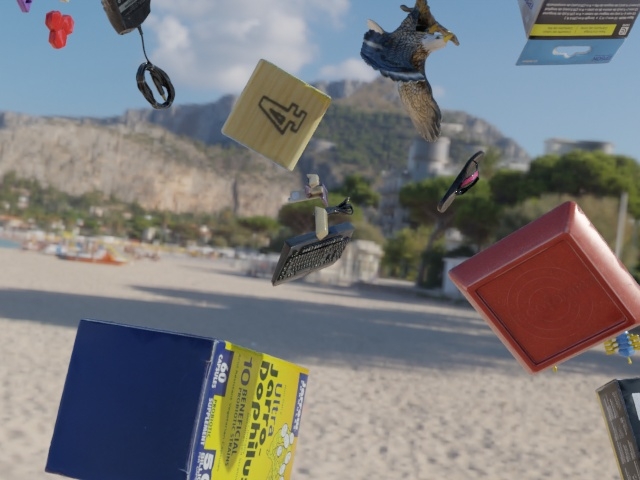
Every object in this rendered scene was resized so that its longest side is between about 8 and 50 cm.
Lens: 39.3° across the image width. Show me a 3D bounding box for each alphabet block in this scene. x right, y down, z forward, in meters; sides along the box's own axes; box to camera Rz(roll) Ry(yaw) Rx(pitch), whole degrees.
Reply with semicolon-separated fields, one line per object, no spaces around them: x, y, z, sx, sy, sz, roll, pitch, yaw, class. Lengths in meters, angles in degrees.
-0.102;-0.301;2.140;0.193;0.197;0.192;29;8;-6;alphabet block

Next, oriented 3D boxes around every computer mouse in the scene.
-0.257;-0.284;1.240;0.041;0.242;0.071;16;47;30;computer mouse

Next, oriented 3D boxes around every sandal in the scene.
0.342;-0.134;2.123;0.040;0.179;0.067;32;-12;22;sandal

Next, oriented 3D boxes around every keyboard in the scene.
0.000;0.000;2.137;0.033;0.201;0.317;29;22;21;keyboard

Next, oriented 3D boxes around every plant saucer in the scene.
0.389;0.099;1.520;0.258;0.259;0.047;-34;13;29;plant saucer

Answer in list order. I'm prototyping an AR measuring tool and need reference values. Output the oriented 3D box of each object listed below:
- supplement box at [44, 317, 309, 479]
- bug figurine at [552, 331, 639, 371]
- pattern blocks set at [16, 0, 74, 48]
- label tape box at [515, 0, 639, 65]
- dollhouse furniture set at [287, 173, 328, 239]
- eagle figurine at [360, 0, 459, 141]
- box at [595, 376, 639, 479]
-0.172;0.235;1.213;0.195;0.194;0.356;7;-11;19;supplement box
0.672;0.230;2.306;0.279;0.216;0.072;-10;18;26;bug figurine
-0.546;-0.597;1.861;0.026;0.324;0.285;10;-22;19;pattern blocks set
0.537;-0.523;1.807;0.249;0.115;0.347;-5;-39;-19;label tape box
-0.033;-0.062;1.818;0.081;0.114;0.091;-8;-24;13;dollhouse furniture set
0.193;-0.389;1.932;0.226;0.298;0.225;20;-23;-5;eagle figurine
0.606;0.368;1.420;0.257;0.321;0.079;-4;-24;-15;box
